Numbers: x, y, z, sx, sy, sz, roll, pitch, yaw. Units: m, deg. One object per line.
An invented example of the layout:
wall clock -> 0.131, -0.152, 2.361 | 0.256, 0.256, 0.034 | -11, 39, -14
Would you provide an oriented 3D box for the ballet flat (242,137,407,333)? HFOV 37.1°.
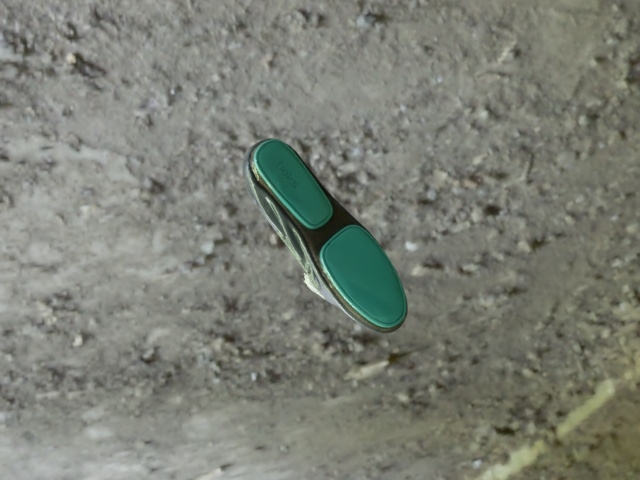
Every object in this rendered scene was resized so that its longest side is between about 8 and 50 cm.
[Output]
ballet flat -> 0.000, 0.000, 0.841 | 0.074, 0.203, 0.074 | -38, 178, -2
